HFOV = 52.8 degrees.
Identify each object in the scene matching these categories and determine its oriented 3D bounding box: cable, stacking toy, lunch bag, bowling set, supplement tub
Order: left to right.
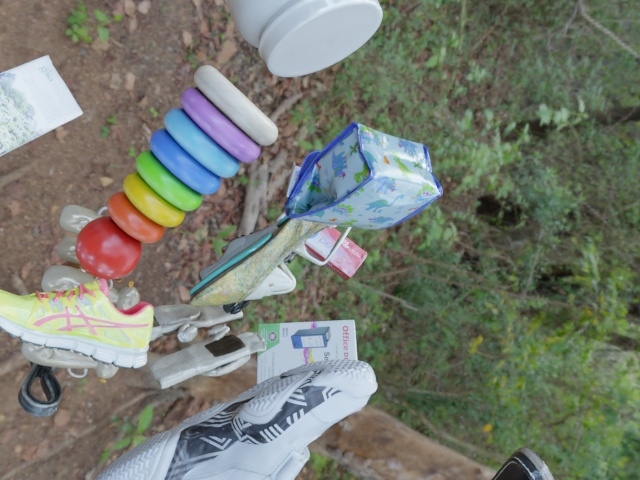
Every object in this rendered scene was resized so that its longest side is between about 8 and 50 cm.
[{"bbox_3d":[-0.488,0.204,1.155,0.072,0.139,0.287,-58,-168,7],"label":"cable"},{"bbox_3d":[-0.380,0.070,1.102,0.200,0.154,0.287,-129,-122,-74],"label":"bowling set"},{"bbox_3d":[-0.214,-0.076,0.892,0.330,0.141,0.141,-47,155,4],"label":"stacking toy"},{"bbox_3d":[-0.058,-0.454,1.024,0.235,0.235,0.325,-9,73,-63],"label":"supplement tub"},{"bbox_3d":[0.047,-0.063,0.786,0.128,0.151,0.096,9,55,-38],"label":"lunch bag"}]

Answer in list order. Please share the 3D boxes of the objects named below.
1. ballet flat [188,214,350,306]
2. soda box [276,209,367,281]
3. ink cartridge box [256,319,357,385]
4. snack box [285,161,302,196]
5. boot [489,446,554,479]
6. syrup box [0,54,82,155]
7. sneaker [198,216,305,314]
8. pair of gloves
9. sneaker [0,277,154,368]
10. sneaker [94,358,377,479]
[{"bbox_3d":[-0.052,0.016,1.050,0.348,0.123,0.123,-42,147,-13],"label":"ballet flat"},{"bbox_3d":[0.000,0.000,1.824,0.092,0.263,0.083,-53,178,-14],"label":"soda box"},{"bbox_3d":[-0.026,0.258,1.372,0.093,0.212,0.155,88,1,-55],"label":"ink cartridge box"},{"bbox_3d":[0.029,-0.095,1.200,0.022,0.178,0.064,-104,-152,-60],"label":"snack box"},{"bbox_3d":[0.318,0.603,1.330,0.284,0.138,0.378,-16,136,-24],"label":"boot"},{"bbox_3d":[-0.444,-0.156,0.854,0.093,0.096,0.237,63,35,-19],"label":"syrup box"},{"bbox_3d":[-0.115,0.013,1.214,0.271,0.108,0.100,-42,157,-29],"label":"sneaker"},{"bbox_3d":[-0.223,0.168,1.169,0.204,0.240,0.042,-10,115,-22],"label":"pair of gloves"},{"bbox_3d":[-0.298,0.084,0.780,0.208,0.081,0.094,22,88,-30],"label":"sneaker"},{"bbox_3d":[-0.072,0.296,0.781,0.137,0.365,0.210,1,64,-88],"label":"sneaker"}]
